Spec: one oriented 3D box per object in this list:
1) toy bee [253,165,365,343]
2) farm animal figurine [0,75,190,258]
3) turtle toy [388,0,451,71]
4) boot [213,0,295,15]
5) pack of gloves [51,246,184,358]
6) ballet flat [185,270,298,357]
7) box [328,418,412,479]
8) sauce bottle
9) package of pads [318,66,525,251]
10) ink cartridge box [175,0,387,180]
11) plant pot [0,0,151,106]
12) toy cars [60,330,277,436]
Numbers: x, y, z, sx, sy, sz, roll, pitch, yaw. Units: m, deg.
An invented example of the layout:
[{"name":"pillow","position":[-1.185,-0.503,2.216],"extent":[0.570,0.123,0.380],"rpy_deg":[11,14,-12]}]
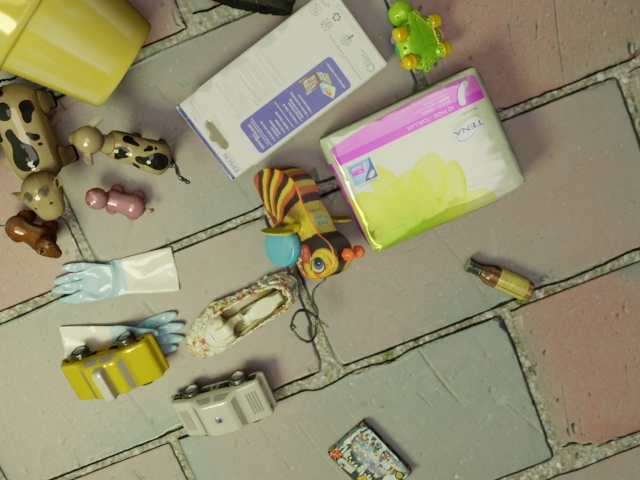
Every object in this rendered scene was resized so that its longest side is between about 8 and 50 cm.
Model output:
[{"name":"toy bee","position":[0.000,0.000,1.370],"extent":[0.162,0.195,0.298],"rpy_deg":[-19,107,40]},{"name":"farm animal figurine","position":[-0.439,-0.131,1.338],"extent":[0.330,0.172,0.326],"rpy_deg":[-37,99,5]},{"name":"turtle toy","position":[0.157,-0.346,1.363],"extent":[0.095,0.066,0.130],"rpy_deg":[-24,98,-20]},{"name":"boot","position":[-0.172,-0.530,1.291],"extent":[0.348,0.131,0.260],"rpy_deg":[21,99,-4]},{"name":"pack of gloves","position":[-0.366,0.127,1.452],"extent":[0.232,0.046,0.195],"rpy_deg":[-9,101,0]},{"name":"ballet flat","position":[-0.145,0.136,1.442],"extent":[0.241,0.077,0.091],"rpy_deg":[-36,101,6]},{"name":"box","position":[0.093,0.417,1.523],"extent":[0.094,0.027,0.137],"rpy_deg":[-43,99,7]},{"name":"sauce bottle","position":[0.322,0.068,1.455],"extent":[0.128,0.042,0.042],"rpy_deg":[26,99,-6]},{"name":"package of pads","position":[0.176,-0.134,1.386],"extent":[0.297,0.101,0.229],"rpy_deg":[-25,99,4]},{"name":"ink cartridge box","position":[-0.066,-0.265,1.377],"extent":[0.333,0.065,0.165],"rpy_deg":[-36,99,4]},{"name":"plant pot","position":[-0.412,-0.345,1.277],"extent":[0.239,0.254,0.254],"rpy_deg":[32,99,-23]},{"name":"toy cars","position":[-0.276,0.273,1.439],"extent":[0.394,0.087,0.176],"rpy_deg":[20,116,-6]}]
